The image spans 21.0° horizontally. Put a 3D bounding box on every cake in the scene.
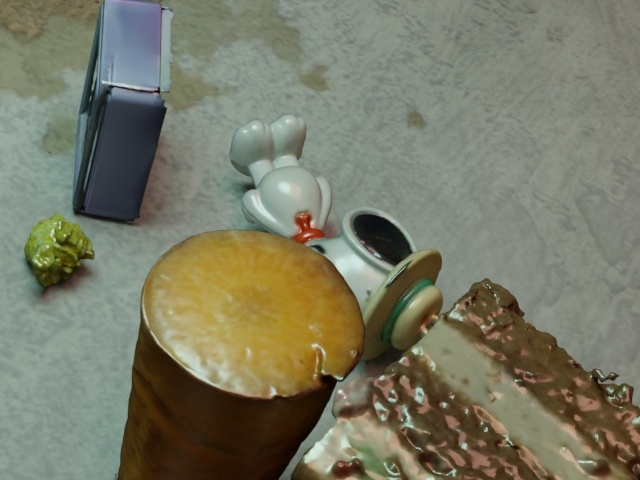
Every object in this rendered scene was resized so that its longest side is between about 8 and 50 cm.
[{"bbox_3d":[0.117,0.242,1.490,0.256,0.282,0.290,42,56,18],"label":"cake"}]

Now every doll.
[{"bbox_3d":[0.016,-0.010,1.763,0.208,0.144,0.271,0,54,-8],"label":"doll"}]

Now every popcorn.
[{"bbox_3d":[-0.262,0.013,1.695,0.068,0.059,0.083,-10,32,23],"label":"popcorn"}]

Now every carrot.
[{"bbox_3d":[-0.079,0.142,1.515,0.196,0.254,0.196,9,43,-9],"label":"carrot"}]

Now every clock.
[{"bbox_3d":[-0.202,-0.134,1.754,0.073,0.193,0.144,7,48,-13],"label":"clock"}]
